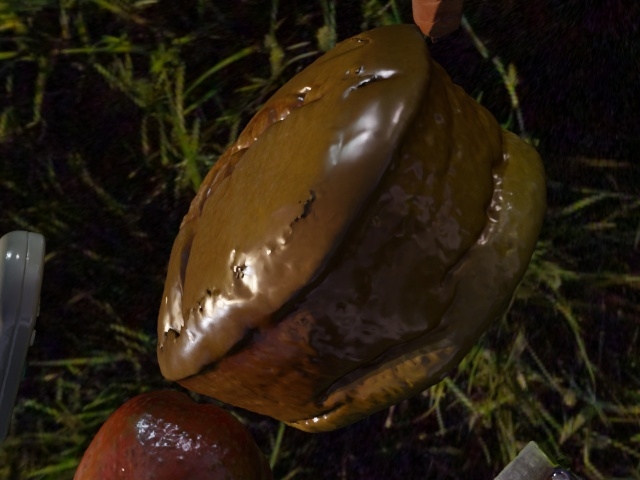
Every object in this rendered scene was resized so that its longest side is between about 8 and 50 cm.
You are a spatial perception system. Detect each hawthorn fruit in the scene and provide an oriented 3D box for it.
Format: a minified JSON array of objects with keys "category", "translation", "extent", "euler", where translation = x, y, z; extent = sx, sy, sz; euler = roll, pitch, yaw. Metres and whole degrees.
[{"category":"hawthorn fruit","translation":[-0.217,0.353,1.301],"extent":[0.275,0.275,0.300],"euler":[43,86,0]}]

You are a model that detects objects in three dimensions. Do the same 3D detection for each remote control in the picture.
[{"category":"remote control","translation":[-0.247,0.080,0.724],"extent":[0.042,0.078,0.221],"euler":[9,134,-22]}]

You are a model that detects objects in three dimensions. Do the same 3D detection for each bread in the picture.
[{"category":"bread","translation":[0.000,0.000,0.527],"extent":[0.142,0.195,0.269],"euler":[33,146,-17]}]

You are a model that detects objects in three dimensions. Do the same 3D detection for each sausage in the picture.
[{"category":"sausage","translation":[0.130,-0.271,0.995],"extent":[0.065,0.169,0.065],"euler":[-1,75,3]}]

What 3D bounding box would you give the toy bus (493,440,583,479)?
[{"category":"toy bus","translation":[0.291,0.345,0.944],"extent":[0.113,0.302,0.139],"euler":[-48,125,7]}]
